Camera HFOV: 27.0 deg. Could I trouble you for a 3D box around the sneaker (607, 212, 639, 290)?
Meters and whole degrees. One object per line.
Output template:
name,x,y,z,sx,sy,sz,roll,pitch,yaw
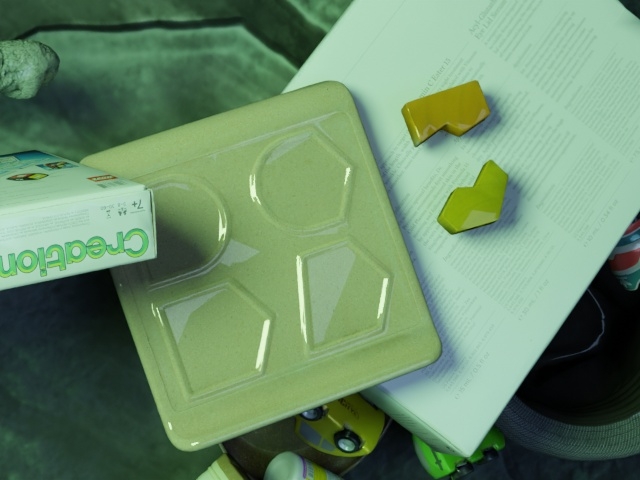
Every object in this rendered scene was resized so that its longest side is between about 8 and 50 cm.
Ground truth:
sneaker,0.313,-0.012,1.169,0.161,0.057,0.075,-26,108,-23

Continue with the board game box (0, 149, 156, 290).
board game box,-0.283,-0.001,0.844,0.305,0.193,0.053,-12,106,-30

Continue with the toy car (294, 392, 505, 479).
toy car,0.076,0.191,1.134,0.225,0.053,0.239,-13,74,-48

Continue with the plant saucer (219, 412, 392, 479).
plant saucer,-0.015,0.114,1.139,0.199,0.036,0.198,-7,104,-31

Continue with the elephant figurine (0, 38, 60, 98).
elephant figurine,-0.312,-0.140,0.833,0.239,0.169,0.186,-40,155,-25

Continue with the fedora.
fedora,0.225,0.072,1.231,0.276,0.124,0.243,8,94,-25

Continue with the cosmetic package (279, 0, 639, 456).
cosmetic package,0.102,-0.061,1.075,0.284,0.097,0.377,39,78,-7

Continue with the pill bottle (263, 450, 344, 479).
pill bottle,-0.006,0.211,1.118,0.083,0.043,0.043,34,81,-34

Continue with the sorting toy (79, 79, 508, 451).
sorting toy,0.000,0.000,0.985,0.307,0.041,0.229,-19,83,-12

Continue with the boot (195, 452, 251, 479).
boot,-0.098,0.282,1.096,0.165,0.077,0.213,-36,137,-9
